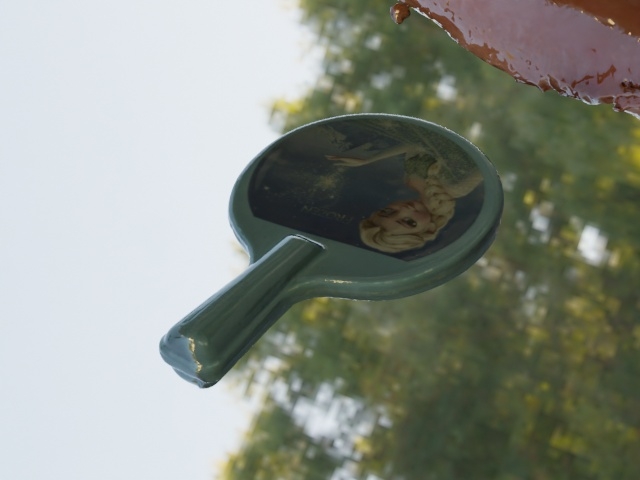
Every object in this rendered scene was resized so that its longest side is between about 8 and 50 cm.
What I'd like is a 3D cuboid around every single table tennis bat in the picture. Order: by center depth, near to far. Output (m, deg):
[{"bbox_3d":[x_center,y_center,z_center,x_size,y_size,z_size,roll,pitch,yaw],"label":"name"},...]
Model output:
[{"bbox_3d":[0.000,0.000,0.965,0.237,0.149,0.038,-41,-35,-36],"label":"table tennis bat"}]

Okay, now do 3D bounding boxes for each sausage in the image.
[{"bbox_3d":[0.153,-0.078,0.765,0.079,0.327,0.087,-61,-31,2],"label":"sausage"}]
